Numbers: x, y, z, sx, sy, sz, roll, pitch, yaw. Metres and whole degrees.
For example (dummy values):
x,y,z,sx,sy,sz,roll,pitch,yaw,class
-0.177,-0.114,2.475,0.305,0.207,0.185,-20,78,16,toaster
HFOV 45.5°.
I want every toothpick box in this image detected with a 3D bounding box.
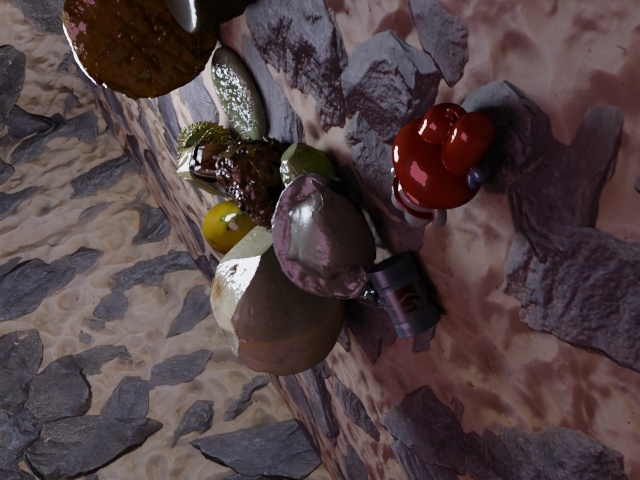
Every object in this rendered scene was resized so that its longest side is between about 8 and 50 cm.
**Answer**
x,y,z,sx,sy,sz,roll,pitch,yaw,class
0.174,0.112,1.584,0.153,0.101,0.101,63,161,-6,toothpick box

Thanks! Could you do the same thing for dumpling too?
x,y,z,sx,sy,sz,roll,pitch,yaw,class
0.015,-0.008,1.670,0.205,0.163,0.292,-20,100,55,dumpling

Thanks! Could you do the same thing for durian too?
x,y,z,sx,sy,sz,roll,pitch,yaw,class
-0.337,-0.271,2.292,0.237,0.194,0.137,116,149,-56,durian

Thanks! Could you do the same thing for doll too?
x,y,z,sx,sy,sz,roll,pitch,yaw,class
0.184,-0.121,1.199,0.161,0.130,0.290,56,155,18,doll

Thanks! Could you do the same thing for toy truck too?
x,y,z,sx,sy,sz,roll,pitch,yaw,class
0.119,0.112,1.731,0.115,0.080,0.178,36,166,-35,toy truck

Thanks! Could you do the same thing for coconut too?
x,y,z,sx,sy,sz,roll,pitch,yaw,class
-0.118,0.142,2.004,0.415,0.345,0.415,51,161,24,coconut

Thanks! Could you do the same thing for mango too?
x,y,z,sx,sy,sz,roll,pitch,yaw,class
-0.232,-0.040,2.263,0.317,0.212,0.172,171,110,-70,mango

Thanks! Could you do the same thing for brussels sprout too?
x,y,z,sx,sy,sz,roll,pitch,yaw,class
-0.027,-0.143,1.725,0.155,0.117,0.155,39,167,11,brussels sprout

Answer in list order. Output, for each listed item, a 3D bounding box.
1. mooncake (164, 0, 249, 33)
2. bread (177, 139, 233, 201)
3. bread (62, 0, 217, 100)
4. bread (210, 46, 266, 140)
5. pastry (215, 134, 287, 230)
x,y,z,sx,sy,sz,roll,pitch,yaw,class
-0.269,-0.605,1.654,0.284,0.156,0.284,50,159,27,mooncake
-0.273,-0.202,2.149,0.212,0.142,0.224,-4,159,36,bread
-0.458,-0.552,1.929,0.398,0.398,0.215,83,164,-46,bread
-0.222,-0.381,2.018,0.267,0.041,0.267,50,158,29,bread
-0.142,-0.156,1.942,0.275,0.193,0.275,48,-177,-3,pastry
